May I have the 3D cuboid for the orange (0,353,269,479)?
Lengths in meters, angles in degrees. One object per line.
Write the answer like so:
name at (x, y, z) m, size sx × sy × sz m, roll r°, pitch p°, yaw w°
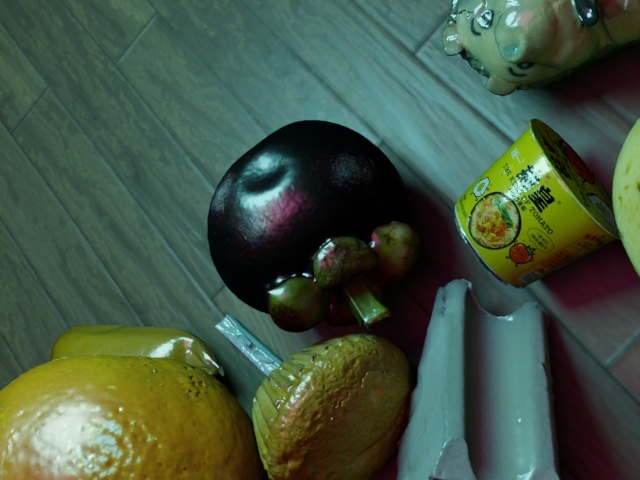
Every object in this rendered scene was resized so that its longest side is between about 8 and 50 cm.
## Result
orange at (-0.277, 0.318, 1.133) m, size 0.424 × 0.424 × 0.326 m, roll -10°, pitch 70°, yaw 26°

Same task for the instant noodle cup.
instant noodle cup at (0.262, -0.035, 1.059) m, size 0.144 × 0.182 × 0.182 m, roll -41°, pitch 65°, yaw 26°

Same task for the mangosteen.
mangosteen at (0.000, 0.000, 1.130) m, size 0.275 × 0.275 × 0.302 m, roll -45°, pitch 57°, yaw 14°

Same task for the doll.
doll at (0.312, -0.321, 1.041) m, size 0.349 × 0.247 × 0.247 m, roll -33°, pitch 67°, yaw 29°

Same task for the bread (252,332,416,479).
bread at (0.014, 0.218, 1.107) m, size 0.139 × 0.240 × 0.240 m, roll 33°, pitch 97°, yaw 40°

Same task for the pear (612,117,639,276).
pear at (0.457, -0.041, 0.889) m, size 0.309 × 0.309 × 0.309 m, roll -5°, pitch 79°, yaw 27°

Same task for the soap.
soap at (0.183, 0.250, 1.082) m, size 0.159 × 0.258 × 0.302 m, roll 14°, pitch 44°, yaw 0°

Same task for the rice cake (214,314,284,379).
rice cake at (-0.087, 0.171, 1.272) m, size 0.180 × 0.042 × 0.030 m, roll 38°, pitch 97°, yaw 27°

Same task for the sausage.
sausage at (-0.272, 0.187, 1.331) m, size 0.328 × 0.112 × 0.112 m, roll -1°, pitch 81°, yaw 27°
